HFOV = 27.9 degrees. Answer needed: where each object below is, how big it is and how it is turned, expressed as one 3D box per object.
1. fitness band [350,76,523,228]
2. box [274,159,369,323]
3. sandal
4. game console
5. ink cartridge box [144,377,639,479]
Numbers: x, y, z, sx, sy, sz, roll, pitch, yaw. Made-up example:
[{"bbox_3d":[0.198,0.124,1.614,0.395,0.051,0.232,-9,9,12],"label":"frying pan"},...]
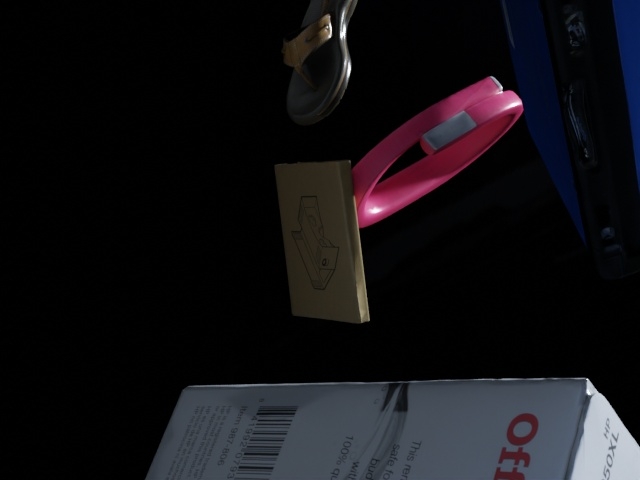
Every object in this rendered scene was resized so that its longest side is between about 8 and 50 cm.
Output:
[{"bbox_3d":[0.140,-0.113,1.663,0.291,0.054,0.209,-29,167,-34],"label":"fitness band"},{"bbox_3d":[0.000,0.000,1.627,0.164,0.021,0.201,2,-80,59],"label":"box"},{"bbox_3d":[-0.006,-0.229,1.448,0.090,0.060,0.219,-10,-120,47],"label":"sandal"},{"bbox_3d":[0.219,-0.123,0.788,0.173,0.293,0.250,-18,-137,3],"label":"game console"},{"bbox_3d":[0.033,0.267,0.988,0.395,0.166,0.285,-6,-130,37],"label":"ink cartridge box"}]
